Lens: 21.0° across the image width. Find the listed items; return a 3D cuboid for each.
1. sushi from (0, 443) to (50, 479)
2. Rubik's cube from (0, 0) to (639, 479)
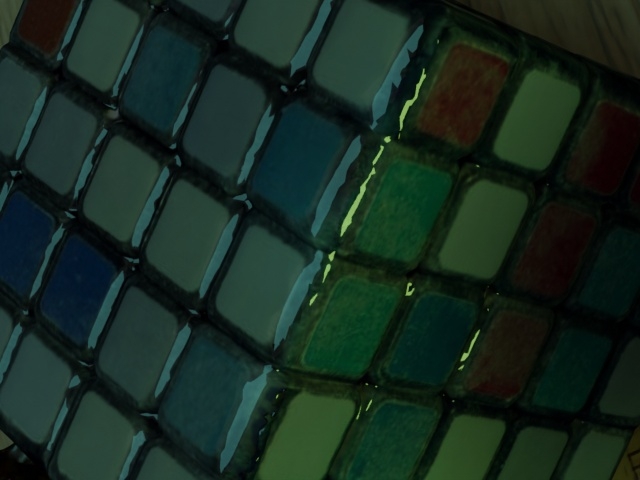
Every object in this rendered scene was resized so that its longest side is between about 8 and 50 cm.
[{"bbox_3d":[-0.190,0.222,1.208,0.227,0.212,0.215,41,119,39],"label":"sushi"},{"bbox_3d":[0.000,0.000,0.903,0.293,0.287,0.292,30,100,43],"label":"Rubik's cube"}]
